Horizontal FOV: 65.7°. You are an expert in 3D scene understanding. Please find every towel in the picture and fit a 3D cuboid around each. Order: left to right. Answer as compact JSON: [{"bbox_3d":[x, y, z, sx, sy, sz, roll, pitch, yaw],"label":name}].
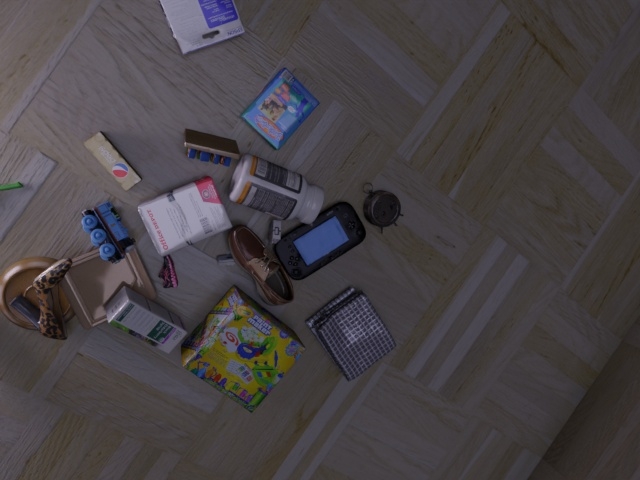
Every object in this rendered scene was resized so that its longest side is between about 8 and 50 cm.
[{"bbox_3d":[0.119,0.341,1.806,0.235,0.121,0.283,-35,110,-9],"label":"towel"}]

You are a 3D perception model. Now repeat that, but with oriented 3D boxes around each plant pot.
[{"bbox_3d":[-0.850,0.166,1.498,0.237,0.032,0.236,-4,104,-18],"label":"plant pot"}]

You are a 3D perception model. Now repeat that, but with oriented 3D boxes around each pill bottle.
[{"bbox_3d":[-0.140,-0.158,1.592,0.279,0.162,0.162,20,95,-21],"label":"pill bottle"}]

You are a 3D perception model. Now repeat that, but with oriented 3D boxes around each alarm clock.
[{"bbox_3d":[0.211,-0.127,1.770,0.129,0.064,0.192,-41,107,-6],"label":"alarm clock"}]

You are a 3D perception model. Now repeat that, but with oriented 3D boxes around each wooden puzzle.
[{"bbox_3d":[-0.662,0.131,1.538,0.239,0.044,0.220,-24,108,-18],"label":"wooden puzzle"}]

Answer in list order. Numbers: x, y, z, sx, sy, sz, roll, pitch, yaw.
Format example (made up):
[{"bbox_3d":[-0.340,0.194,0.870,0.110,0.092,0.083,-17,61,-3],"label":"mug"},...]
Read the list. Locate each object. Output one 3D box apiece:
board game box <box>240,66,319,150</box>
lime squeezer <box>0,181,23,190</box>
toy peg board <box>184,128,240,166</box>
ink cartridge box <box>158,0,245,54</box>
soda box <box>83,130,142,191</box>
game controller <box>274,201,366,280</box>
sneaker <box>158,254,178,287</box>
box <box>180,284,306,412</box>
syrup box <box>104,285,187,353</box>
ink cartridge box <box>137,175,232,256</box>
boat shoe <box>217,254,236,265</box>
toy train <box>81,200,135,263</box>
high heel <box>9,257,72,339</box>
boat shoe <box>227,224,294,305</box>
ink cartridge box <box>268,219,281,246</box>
[{"bbox_3d":[-0.130,-0.422,1.600,0.160,0.047,0.210,43,86,-22],"label":"board game box"},{"bbox_3d":[-1.005,-0.092,1.390,0.310,0.059,0.110,-43,141,-7],"label":"lime squeezer"},{"bbox_3d":[-0.339,-0.266,1.514,0.161,0.160,0.079,10,114,-20],"label":"toy peg board"},{"bbox_3d":[-0.357,-0.684,1.470,0.207,0.045,0.208,-24,107,-12],"label":"ink cartridge box"},{"bbox_3d":[-0.615,-0.235,1.475,0.061,0.058,0.181,-39,111,-7],"label":"soda box"},{"bbox_3d":[0.000,0.000,1.723,0.319,0.067,0.166,-32,109,-10],"label":"game controller"},{"bbox_3d":[-0.497,0.101,1.597,0.057,0.047,0.119,-9,103,-4],"label":"sneaker"},{"bbox_3d":[-0.259,0.357,1.655,0.290,0.177,0.279,42,87,-21],"label":"box"},{"bbox_3d":[-0.541,0.251,1.550,0.093,0.096,0.237,-48,128,-1],"label":"syrup box"},{"bbox_3d":[-0.422,-0.078,1.549,0.237,0.100,0.171,-24,108,-13],"label":"ink cartridge box"},{"bbox_3d":[-0.295,0.069,1.662,0.100,0.035,0.035,-5,132,-22],"label":"boat shoe"},{"bbox_3d":[-0.630,-0.023,1.477,0.105,0.080,0.184,-33,91,-25],"label":"toy train"},{"bbox_3d":[-0.753,0.173,1.444,0.261,0.093,0.186,-38,106,18],"label":"high heel"},{"bbox_3d":[-0.183,0.081,1.637,0.123,0.117,0.324,-48,118,-31],"label":"boat shoe"},{"bbox_3d":[-0.153,-0.021,1.659,0.028,0.048,0.083,10,67,-21],"label":"ink cartridge box"}]
